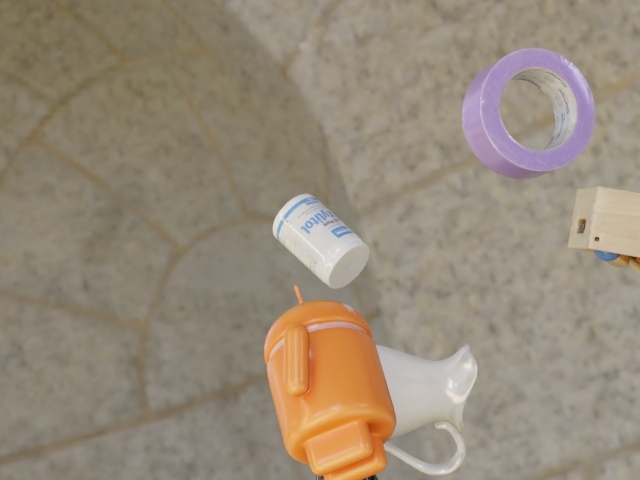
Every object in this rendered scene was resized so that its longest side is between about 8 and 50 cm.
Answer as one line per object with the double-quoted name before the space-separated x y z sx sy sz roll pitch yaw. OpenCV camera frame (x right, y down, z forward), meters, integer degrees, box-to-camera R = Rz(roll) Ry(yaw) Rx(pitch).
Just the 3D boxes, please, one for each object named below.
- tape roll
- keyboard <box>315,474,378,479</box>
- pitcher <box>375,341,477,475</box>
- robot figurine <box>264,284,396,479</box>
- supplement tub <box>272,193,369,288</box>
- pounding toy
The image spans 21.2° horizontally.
"tape roll" 0.314 -0.191 2.591 0.189 0.189 0.080 -11 -3 -17
"keyboard" 0.023 0.238 1.993 0.100 0.192 0.038 -11 -15 40
"pitcher" 0.083 0.213 2.118 0.207 0.178 0.125 -2 17 -6
"robot figurine" 0.008 0.157 1.875 0.158 0.219 0.128 8 -40 -31
"supplement tub" 0.000 0.000 2.066 0.071 0.107 0.071 -35 -31 -25
"pounding toy" 0.354 -0.001 1.943 0.130 0.100 0.141 9 -1 -4
